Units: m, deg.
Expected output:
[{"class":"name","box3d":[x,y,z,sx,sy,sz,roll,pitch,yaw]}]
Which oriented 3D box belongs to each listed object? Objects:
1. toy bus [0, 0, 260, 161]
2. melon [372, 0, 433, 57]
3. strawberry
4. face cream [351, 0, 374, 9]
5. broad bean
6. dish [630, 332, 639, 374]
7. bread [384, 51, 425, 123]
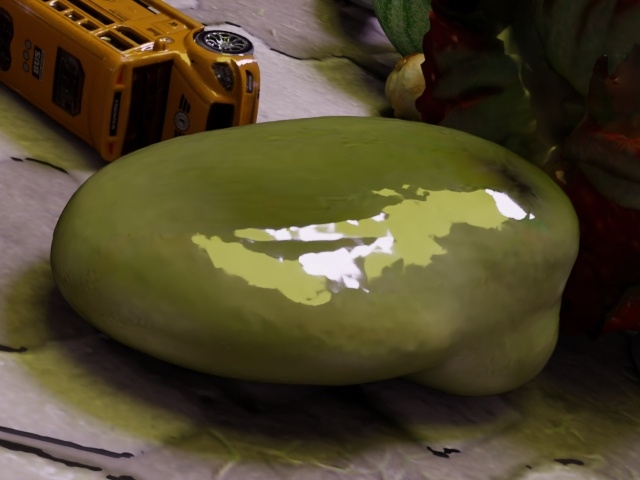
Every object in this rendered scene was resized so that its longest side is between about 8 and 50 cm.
[{"class":"toy bus","box3d":[-0.125,-0.104,0.932,0.194,0.083,0.088,34,37,32]},{"class":"melon","box3d":[0.171,-0.184,1.206,0.287,0.182,0.182,13,25,-32]},{"class":"strawberry","box3d":[0.188,-0.081,0.899,0.257,0.261,0.261,-7,36,-40]},{"class":"face cream","box3d":[0.054,-0.250,1.348,0.101,0.101,0.252,20,25,-2]},{"class":"broad bean","box3d":[0.000,0.000,0.773,0.263,0.121,0.189,5,32,-27]},{"class":"dish","box3d":[0.274,0.076,0.892,0.190,0.066,0.191,17,25,-8]},{"class":"bread","box3d":[0.098,-0.096,1.116,0.110,0.060,0.066,26,10,10]}]
